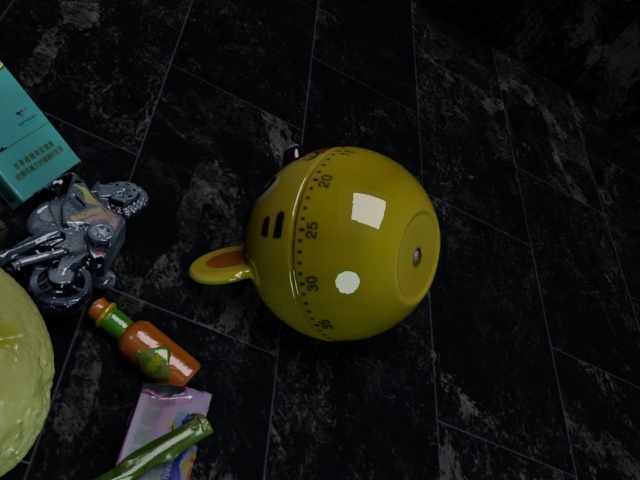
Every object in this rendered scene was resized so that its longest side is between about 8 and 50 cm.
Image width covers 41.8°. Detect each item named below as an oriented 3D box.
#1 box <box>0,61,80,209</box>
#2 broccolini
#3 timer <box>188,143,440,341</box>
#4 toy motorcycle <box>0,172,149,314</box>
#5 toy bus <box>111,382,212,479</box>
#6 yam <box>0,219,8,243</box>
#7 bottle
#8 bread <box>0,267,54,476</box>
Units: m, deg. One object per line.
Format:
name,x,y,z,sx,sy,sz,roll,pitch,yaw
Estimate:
box,-0.519,-0.181,1.369,0.229,0.041,0.162,53,35,-14
broccolini,-0.304,0.293,1.004,0.392,0.074,0.078,-26,70,-31
timer,0.000,0.000,1.467,0.387,0.375,0.376,6,24,31
toy motorcycle,-0.390,-0.008,1.299,0.173,0.108,0.307,17,42,3
toy bus,-0.223,0.315,1.122,0.112,0.090,0.274,20,39,-9
yam,-0.579,-0.058,1.165,0.254,0.154,0.154,45,37,0
bottle,-0.271,0.157,1.264,0.187,0.069,0.069,38,37,2
bread,-0.473,0.154,0.955,0.321,0.237,0.320,19,43,-19
